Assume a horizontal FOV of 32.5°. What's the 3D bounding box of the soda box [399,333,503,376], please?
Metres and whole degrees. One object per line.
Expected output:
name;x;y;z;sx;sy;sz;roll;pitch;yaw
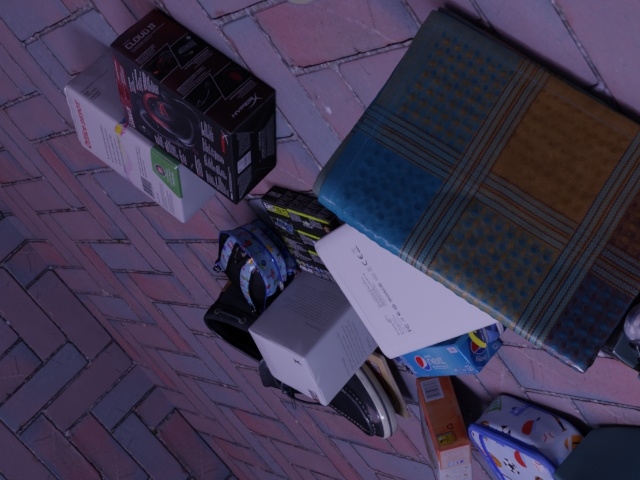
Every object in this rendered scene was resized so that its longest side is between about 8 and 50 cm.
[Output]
soda box;0.212;0.181;1.854;0.067;0.071;0.210;49;157;-11

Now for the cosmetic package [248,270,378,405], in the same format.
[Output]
cosmetic package;-0.005;0.175;2.058;0.151;0.183;0.151;25;150;38

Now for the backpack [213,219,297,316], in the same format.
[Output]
backpack;-0.122;0.035;2.077;0.158;0.117;0.173;48;159;18

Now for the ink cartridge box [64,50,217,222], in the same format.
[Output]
ink cartridge box;-0.323;-0.191;2.037;0.278;0.117;0.201;36;156;16

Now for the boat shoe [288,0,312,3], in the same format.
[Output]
boat shoe;-0.017;-0.338;1.380;0.049;0.042;0.133;20;160;-10

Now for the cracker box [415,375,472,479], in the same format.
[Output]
cracker box;0.232;0.369;2.053;0.232;0.067;0.155;77;179;-53

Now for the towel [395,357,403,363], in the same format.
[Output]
towel;0.157;0.191;2.019;0.067;0.029;0.119;48;157;-8

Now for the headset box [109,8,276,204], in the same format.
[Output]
headset box;-0.216;-0.226;1.810;0.293;0.110;0.218;36;156;17

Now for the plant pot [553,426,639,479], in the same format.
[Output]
plant pot;0.481;0.384;1.662;0.165;0.166;0.234;54;163;-23

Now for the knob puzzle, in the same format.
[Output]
knob puzzle;0.099;0.263;2.233;0.213;0.030;0.213;41;156;23

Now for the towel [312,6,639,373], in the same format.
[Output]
towel;0.205;-0.063;1.212;0.370;0.271;0.040;34;177;19

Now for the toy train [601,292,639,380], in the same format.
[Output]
toy train;0.443;0.141;1.252;0.334;0.142;0.190;28;-176;-27

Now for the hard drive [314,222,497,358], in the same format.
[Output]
hard drive;0.140;0.046;1.672;0.233;0.047;0.353;57;150;-1

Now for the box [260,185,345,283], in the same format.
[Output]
box;0.000;0.000;1.930;0.191;0.045;0.184;19;144;46

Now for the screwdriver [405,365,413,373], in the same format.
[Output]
screwdriver;0.167;0.234;2.008;0.170;0.025;0.024;56;-158;-84

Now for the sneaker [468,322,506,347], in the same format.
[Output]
sneaker;0.248;0.089;1.669;0.053;0.059;0.144;33;139;58

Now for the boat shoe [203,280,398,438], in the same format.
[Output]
boat shoe;-0.047;0.255;2.261;0.500;0.156;0.186;38;154;26

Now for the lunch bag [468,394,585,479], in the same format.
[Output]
lunch bag;0.394;0.413;1.908;0.243;0.115;0.303;15;143;53
